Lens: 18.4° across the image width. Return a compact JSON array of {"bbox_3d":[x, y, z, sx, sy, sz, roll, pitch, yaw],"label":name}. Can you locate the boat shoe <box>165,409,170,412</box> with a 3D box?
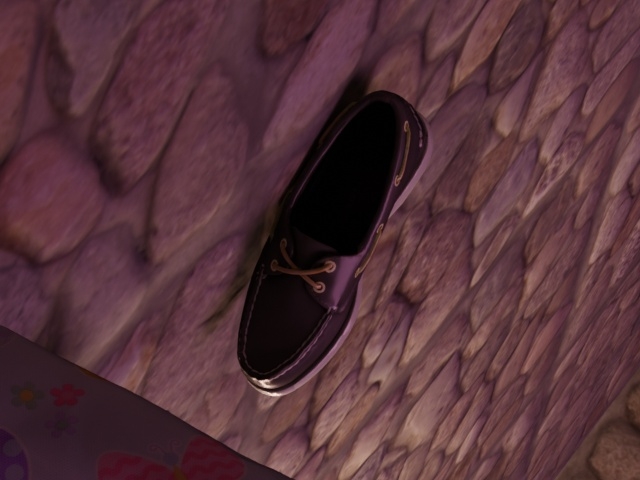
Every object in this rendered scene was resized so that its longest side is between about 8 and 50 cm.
[{"bbox_3d":[-0.156,0.188,1.230,0.306,0.105,0.113,112,-11,-62],"label":"boat shoe"}]

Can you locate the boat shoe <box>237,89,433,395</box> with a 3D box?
[{"bbox_3d":[0.000,0.000,1.369,0.227,0.081,0.069,-63,161,-2],"label":"boat shoe"}]

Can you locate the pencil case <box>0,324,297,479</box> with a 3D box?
[{"bbox_3d":[-0.122,0.121,0.920,0.124,0.273,0.113,-54,158,-32],"label":"pencil case"}]
